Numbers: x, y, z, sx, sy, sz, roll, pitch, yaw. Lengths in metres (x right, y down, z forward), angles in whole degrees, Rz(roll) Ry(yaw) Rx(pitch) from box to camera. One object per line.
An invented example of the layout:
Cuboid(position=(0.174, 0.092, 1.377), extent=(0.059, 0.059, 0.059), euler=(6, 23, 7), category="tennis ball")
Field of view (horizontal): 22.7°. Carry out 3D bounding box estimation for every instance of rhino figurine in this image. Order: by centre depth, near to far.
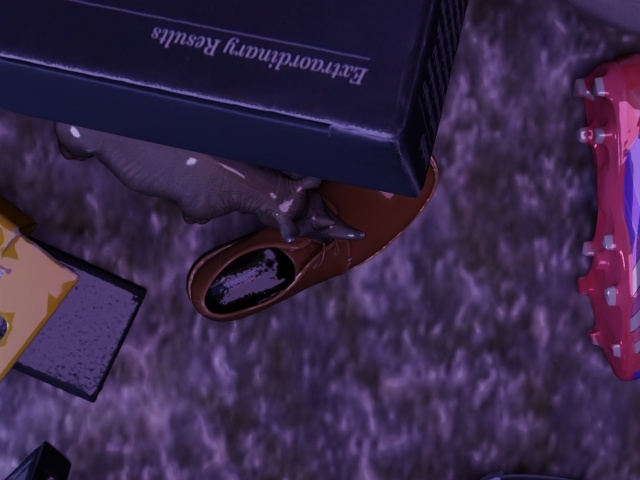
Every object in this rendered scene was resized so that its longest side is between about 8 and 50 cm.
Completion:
Cuboid(position=(-0.080, -0.050, 1.109), extent=(0.243, 0.106, 0.073), euler=(25, 79, 8), category="rhino figurine")

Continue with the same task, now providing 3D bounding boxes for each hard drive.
Cuboid(position=(-0.209, 0.052, 1.183), extent=(0.135, 0.022, 0.094), euler=(25, 95, -9), category="hard drive")

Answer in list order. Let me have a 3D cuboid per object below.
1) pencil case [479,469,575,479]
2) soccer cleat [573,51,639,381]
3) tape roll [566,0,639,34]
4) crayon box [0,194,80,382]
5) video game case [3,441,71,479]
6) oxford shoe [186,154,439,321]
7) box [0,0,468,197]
Cuboid(position=(0.158, 0.316, 1.220), extent=(0.124, 0.113, 0.273), euler=(11, 100, 27), category="pencil case")
Cuboid(position=(0.246, -0.017, 1.195), extent=(0.095, 0.083, 0.248), euler=(-6, 97, -10), category="soccer cleat")
Cuboid(position=(0.242, -0.326, 1.011), extent=(0.072, 0.392, 0.392), euler=(17, 99, 31), category="tape roll")
Cuboid(position=(-0.348, 0.004, 1.116), extent=(0.318, 0.081, 0.202), euler=(38, 93, -4), category="crayon box")
Cuboid(position=(-0.284, 0.274, 1.095), extent=(0.035, 0.248, 0.275), euler=(44, 92, -9), category="video game case")
Cuboid(position=(0.000, 0.000, 1.172), extent=(0.212, 0.076, 0.076), euler=(-34, 99, -2), category="oxford shoe")
Cuboid(position=(-0.040, -0.256, 0.968), extent=(0.293, 0.212, 0.395), euler=(13, 84, 9), category="box")
